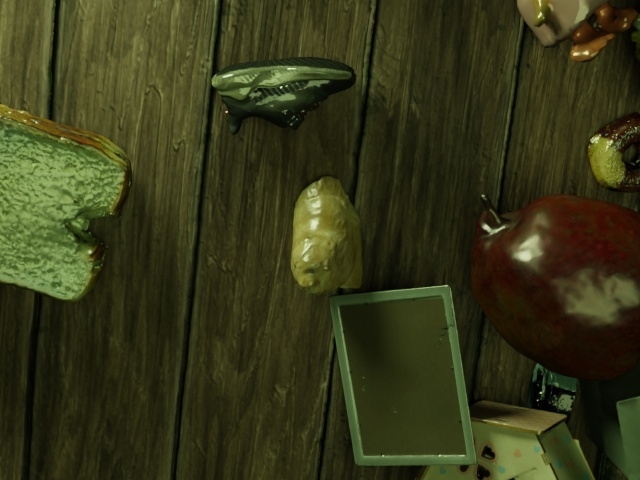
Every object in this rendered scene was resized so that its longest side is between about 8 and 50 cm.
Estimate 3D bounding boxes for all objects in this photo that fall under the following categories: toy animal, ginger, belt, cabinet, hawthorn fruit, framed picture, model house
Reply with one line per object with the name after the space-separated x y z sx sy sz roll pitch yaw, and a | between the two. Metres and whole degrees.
0.360 -0.422 1.818 0.195 0.169 0.281 -43 107 -30 | toy animal
0.000 -0.004 1.883 0.115 0.122 0.193 -5 97 14 | ginger
0.393 0.261 1.989 0.058 0.105 0.140 13 90 -9 | belt
0.542 0.286 1.960 0.150 0.206 0.145 -14 103 -4 | cabinet
0.402 0.075 1.860 0.325 0.308 0.308 5 101 1 | hawthorn fruit
0.136 0.226 1.910 0.232 0.019 0.296 -6 94 32 | framed picture
0.288 0.390 1.943 0.326 0.169 0.244 -32 79 32 | model house

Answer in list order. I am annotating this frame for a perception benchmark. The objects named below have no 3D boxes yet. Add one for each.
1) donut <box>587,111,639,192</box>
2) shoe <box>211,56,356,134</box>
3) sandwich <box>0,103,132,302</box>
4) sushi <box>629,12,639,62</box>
0.522 -0.144 1.948 0.140 0.059 0.140 -2 105 -8 | donut
-0.057 -0.228 1.840 0.227 0.099 0.112 -2 109 -3 | shoe
-0.437 -0.053 1.822 0.249 0.095 0.273 19 100 -10 | sandwich
0.673 -0.292 1.770 0.240 0.351 0.396 -23 104 -19 | sushi
